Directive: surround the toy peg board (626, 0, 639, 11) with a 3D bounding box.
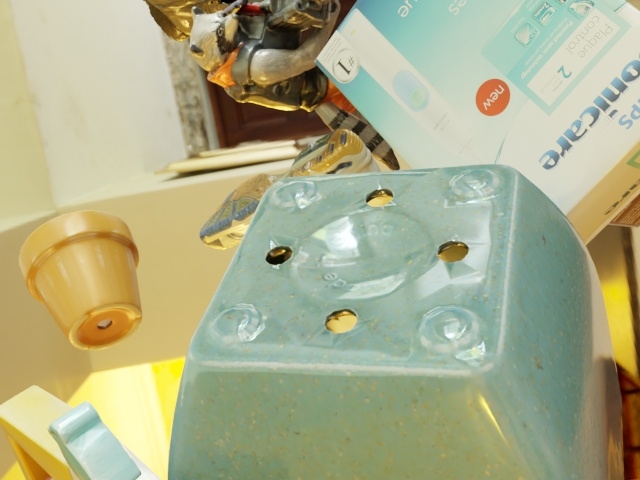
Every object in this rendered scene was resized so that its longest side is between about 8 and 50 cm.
[{"bbox_3d":[0.283,-0.286,0.846,0.079,0.161,0.160,102,162,-80],"label":"toy peg board"}]

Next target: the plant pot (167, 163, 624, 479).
[{"bbox_3d":[0.049,0.098,0.430,0.247,0.248,0.252,-70,-30,-45],"label":"plant pot"}]

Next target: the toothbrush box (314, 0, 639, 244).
[{"bbox_3d":[0.168,-0.146,0.655,0.126,0.216,0.295,0,-134,-53],"label":"toothbrush box"}]

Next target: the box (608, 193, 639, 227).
[{"bbox_3d":[0.447,-0.143,1.309,0.143,0.381,0.191,-57,40,37],"label":"box"}]

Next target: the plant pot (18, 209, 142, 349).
[{"bbox_3d":[-0.408,0.083,1.288,0.188,0.205,0.205,58,169,34],"label":"plant pot"}]

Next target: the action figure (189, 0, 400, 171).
[{"bbox_3d":[-0.011,-0.221,0.937,0.341,0.330,0.178,-170,96,-74],"label":"action figure"}]

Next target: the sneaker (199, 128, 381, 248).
[{"bbox_3d":[-0.040,-0.034,1.015,0.131,0.296,0.112,49,-143,-25],"label":"sneaker"}]

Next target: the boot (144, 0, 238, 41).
[{"bbox_3d":[-0.316,-0.569,1.513,0.338,0.223,0.118,35,-119,-42],"label":"boot"}]

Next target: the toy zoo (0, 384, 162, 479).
[{"bbox_3d":[-0.102,0.204,0.422,0.192,0.030,0.293,21,131,38],"label":"toy zoo"}]
